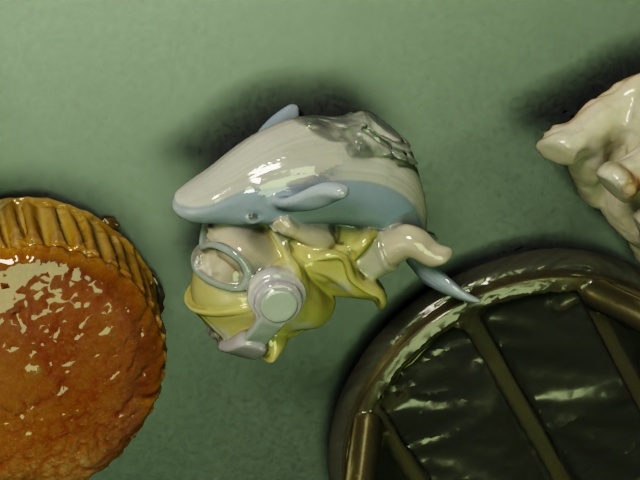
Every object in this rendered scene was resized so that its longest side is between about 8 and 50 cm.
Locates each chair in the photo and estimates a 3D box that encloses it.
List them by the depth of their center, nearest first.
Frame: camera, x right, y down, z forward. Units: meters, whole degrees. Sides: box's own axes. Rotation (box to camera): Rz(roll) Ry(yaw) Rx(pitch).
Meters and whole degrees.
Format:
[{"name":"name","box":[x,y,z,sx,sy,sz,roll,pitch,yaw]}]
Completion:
[{"name":"chair","box":[0.192,0.225,1.025,0.362,0.410,0.364,-31,116,5]}]

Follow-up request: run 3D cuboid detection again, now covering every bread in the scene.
[{"name":"bread","box":[-0.196,0.076,1.051,0.199,0.104,0.199,-5,115,-11]}]

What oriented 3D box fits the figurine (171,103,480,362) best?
[{"name":"figurine","box":[0.000,0.000,1.048,0.209,0.128,0.183,19,111,-23]}]

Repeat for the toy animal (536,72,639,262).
[{"name":"toy animal","box":[0.262,-0.077,1.097,0.185,0.104,0.184,-51,143,-6]}]
